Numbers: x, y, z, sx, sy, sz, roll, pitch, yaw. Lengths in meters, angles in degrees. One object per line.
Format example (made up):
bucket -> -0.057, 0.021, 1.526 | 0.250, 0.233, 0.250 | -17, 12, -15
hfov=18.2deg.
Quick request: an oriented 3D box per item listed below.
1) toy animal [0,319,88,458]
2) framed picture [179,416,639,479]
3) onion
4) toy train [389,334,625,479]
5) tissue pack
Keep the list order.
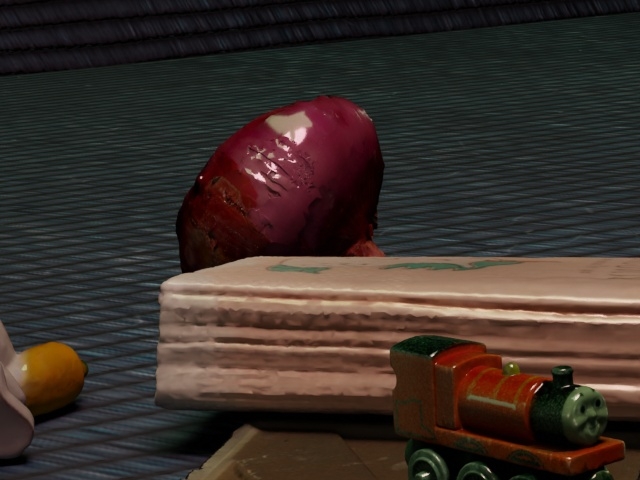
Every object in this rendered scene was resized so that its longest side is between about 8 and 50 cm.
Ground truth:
toy animal -> -0.187, 0.037, 0.986 | 0.131, 0.127, 0.181 | -11, 23, -8
framed picture -> 0.024, 0.114, 0.771 | 0.209, 0.019, 0.281 | 0, 11, 17
onion -> 0.000, 0.000, 1.168 | 0.140, 0.150, 0.150 | 43, 32, 21
toy train -> 0.070, 0.073, 0.748 | 0.044, 0.064, 0.103 | -8, 11, -38
tissue pack -> 0.101, 0.045, 0.950 | 0.325, 0.071, 0.170 | 1, 3, 16
